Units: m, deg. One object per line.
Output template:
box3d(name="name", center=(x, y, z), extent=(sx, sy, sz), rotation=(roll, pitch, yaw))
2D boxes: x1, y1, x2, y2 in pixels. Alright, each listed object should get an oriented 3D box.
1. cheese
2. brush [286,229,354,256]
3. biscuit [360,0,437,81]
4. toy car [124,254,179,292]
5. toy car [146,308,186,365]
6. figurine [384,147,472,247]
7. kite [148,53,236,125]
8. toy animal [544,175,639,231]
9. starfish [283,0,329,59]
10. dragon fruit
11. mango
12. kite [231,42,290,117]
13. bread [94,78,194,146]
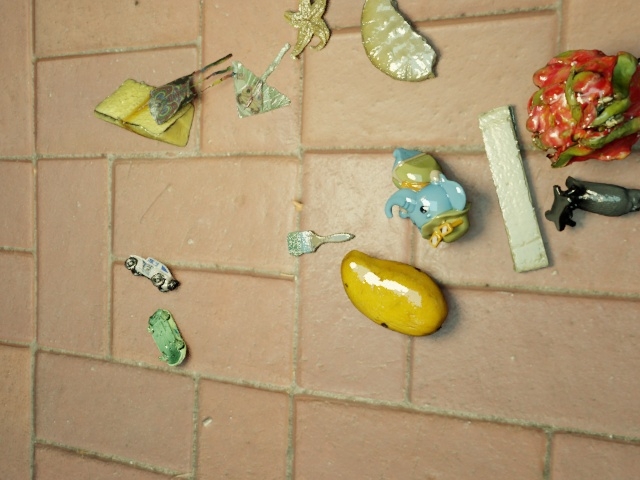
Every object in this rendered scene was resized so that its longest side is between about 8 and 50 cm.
box3d(name="cheese", center=(0.461, -0.122, 1.304), extent=(0.085, 0.034, 0.399), rotation=(-13, 88, 21))
box3d(name="brush", center=(0.000, 0.000, 1.492), extent=(0.197, 0.021, 0.070), rotation=(-8, 92, 20))
box3d(name="biscuit", center=(0.180, -0.507, 1.385), extent=(0.141, 0.038, 0.289), rotation=(-37, 80, 19))
box3d(name="toy car", center=(-0.509, 0.098, 1.654), extent=(0.171, 0.080, 0.070), rotation=(28, 72, 10))
box3d(name="toy car", center=(-0.466, 0.298, 1.665), extent=(0.093, 0.058, 0.186), rotation=(-41, 67, 18))
box3d(name="figurine", center=(0.258, -0.102, 1.338), extent=(0.262, 0.154, 0.179), rotation=(48, 117, 30))
box3d(name="kite", center=(-0.370, -0.442, 1.555), extent=(0.286, 0.015, 0.152), rotation=(-27, 59, 5))
box3d(name="toy animal", center=(0.628, -0.096, 1.233), extent=(0.210, 0.121, 0.117), rotation=(-6, 46, 5))
box3d(name="starfish", center=(-0.040, -0.588, 1.457), extent=(0.150, 0.053, 0.209), rotation=(26, 104, 22))
box3d(name="dragon fruit", center=(0.551, -0.272, 1.124), extent=(0.237, 0.302, 0.231), rotation=(-3, 118, 16))
box3d(name="mango", center=(0.183, 0.133, 1.381), extent=(0.295, 0.120, 0.177), rotation=(30, 111, 18))
box3d(name="kite", center=(-0.167, -0.453, 1.535), extent=(0.229, 0.012, 0.250), rotation=(41, 104, 13))
box3d(name="bread", center=(-0.524, -0.366, 1.628), extent=(0.266, 0.178, 0.141), rotation=(21, 132, 21))
